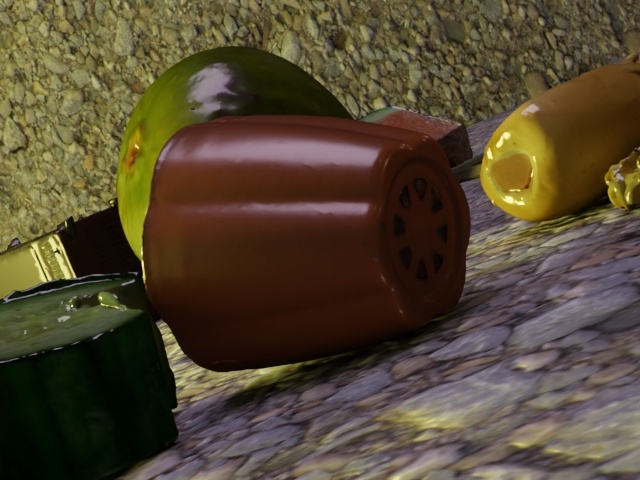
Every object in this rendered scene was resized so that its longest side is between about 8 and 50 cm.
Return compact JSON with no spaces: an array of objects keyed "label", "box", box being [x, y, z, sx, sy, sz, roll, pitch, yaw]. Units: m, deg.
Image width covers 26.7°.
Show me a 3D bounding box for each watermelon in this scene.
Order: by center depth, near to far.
[{"label":"watermelon","box":[0.119,-0.129,2.088,0.226,0.148,0.318,-15,7,8]}]

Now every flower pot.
[{"label":"flower pot","box":[0.000,0.000,0.926,0.173,0.191,0.190,-2,17,36]}]

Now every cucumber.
[{"label":"cucumber","box":[-0.186,0.102,0.911,0.191,0.130,0.191,-22,9,4]}]

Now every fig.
[{"label":"fig","box":[-0.075,-0.075,1.584,0.316,0.316,0.316,-23,4,2]}]

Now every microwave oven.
[{"label":"microwave oven","box":[-0.347,0.065,1.842,0.247,0.178,0.188,-20,8,36]}]

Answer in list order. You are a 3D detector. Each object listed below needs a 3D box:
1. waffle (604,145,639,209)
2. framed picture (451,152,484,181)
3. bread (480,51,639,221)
[{"label":"waffle","box":[0.296,-0.073,1.014,0.192,0.046,0.160,-27,4,-43]},{"label":"framed picture","box":[0.346,-0.160,1.965,0.335,0.022,0.247,-25,4,-24]},{"label":"bread","box":[0.221,-0.079,1.129,0.173,0.085,0.134,-26,-21,-25]}]
